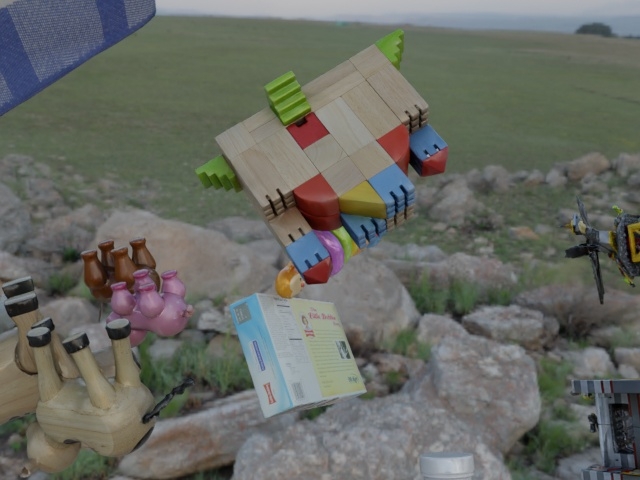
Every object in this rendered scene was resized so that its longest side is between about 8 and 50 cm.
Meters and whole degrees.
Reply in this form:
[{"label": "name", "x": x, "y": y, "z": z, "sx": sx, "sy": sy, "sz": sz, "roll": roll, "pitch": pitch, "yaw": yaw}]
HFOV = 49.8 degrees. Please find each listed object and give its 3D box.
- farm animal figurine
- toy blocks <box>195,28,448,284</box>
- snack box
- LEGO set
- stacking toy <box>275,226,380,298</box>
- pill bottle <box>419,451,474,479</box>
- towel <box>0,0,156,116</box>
[{"label": "farm animal figurine", "x": -0.273, "y": 0.133, "z": 0.697, "sx": 0.326, "sy": 0.172, "sz": 0.330, "roll": -12, "pitch": 17, "yaw": -4}, {"label": "toy blocks", "x": 0.037, "y": -0.110, "z": 1.025, "sx": 0.381, "sy": 0.191, "sz": 0.261, "roll": -32, "pitch": 67, "yaw": -8}, {"label": "snack box", "x": -0.028, "y": 0.195, "z": 1.194, "sx": 0.060, "sy": 0.187, "sz": 0.322, "roll": -26, "pitch": -17, "yaw": 19}, {"label": "LEGO set", "x": 0.355, "y": 0.107, "z": 0.668, "sx": 0.254, "sy": 0.331, "sz": 0.192, "roll": -5, "pitch": -7, "yaw": -37}, {"label": "stacking toy", "x": 0.000, "y": 0.000, "z": 1.196, "sx": 0.165, "sy": 0.175, "sz": 0.302, "roll": 16, "pitch": 38, "yaw": 16}, {"label": "pill bottle", "x": 0.198, "y": 0.425, "z": 1.055, "sx": 0.112, "sy": 0.187, "sz": 0.112, "roll": -2, "pitch": -11, "yaw": 0}, {"label": "towel", "x": -0.158, "y": -0.133, "z": 0.220, "sx": 0.209, "sy": 0.285, "sz": 0.034, "roll": -39, "pitch": 72, "yaw": -20}]
